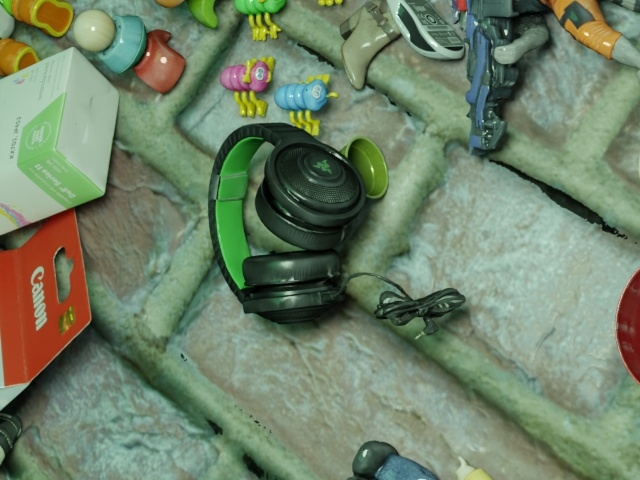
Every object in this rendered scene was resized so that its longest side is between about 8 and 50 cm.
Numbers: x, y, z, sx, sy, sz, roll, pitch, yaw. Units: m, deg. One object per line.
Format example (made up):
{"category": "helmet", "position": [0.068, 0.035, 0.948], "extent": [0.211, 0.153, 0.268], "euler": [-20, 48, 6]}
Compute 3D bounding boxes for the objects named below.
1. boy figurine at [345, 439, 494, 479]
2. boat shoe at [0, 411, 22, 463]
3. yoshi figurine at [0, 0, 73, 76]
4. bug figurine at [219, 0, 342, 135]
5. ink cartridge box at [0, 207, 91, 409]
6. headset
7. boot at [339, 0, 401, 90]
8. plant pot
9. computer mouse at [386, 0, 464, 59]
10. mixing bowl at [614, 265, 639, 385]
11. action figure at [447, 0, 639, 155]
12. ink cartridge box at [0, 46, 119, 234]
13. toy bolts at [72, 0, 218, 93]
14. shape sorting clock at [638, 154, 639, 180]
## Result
{"category": "boy figurine", "position": [0.149, 0.343, 1.555], "extent": [0.285, 0.092, 0.177], "euler": [29, 89, 37]}
{"category": "boat shoe", "position": [-0.531, 0.295, 2.002], "extent": [0.233, 0.084, 0.079], "euler": [-12, 36, 35]}
{"category": "yoshi figurine", "position": [-0.568, -0.355, 2.179], "extent": [0.362, 0.203, 0.203], "euler": [22, 129, 20]}
{"category": "bug figurine", "position": [-0.046, -0.278, 1.846], "extent": [0.216, 0.072, 0.279], "euler": [-4, 72, 42]}
{"category": "ink cartridge box", "position": [-0.497, 0.122, 1.948], "extent": [0.385, 0.091, 0.308], "euler": [-42, 37, 16]}
{"category": "headset", "position": [0.000, 0.000, 1.707], "extent": [0.394, 0.185, 0.243], "euler": [38, 126, 47]}
{"category": "boot", "position": [0.071, -0.265, 1.809], "extent": [0.087, 0.042, 0.118], "euler": [-21, 66, 23]}
{"category": "plant pot", "position": [0.031, -0.084, 1.764], "extent": [0.079, 0.083, 0.083], "euler": [-19, 66, 38]}
{"category": "computer mouse", "position": [0.112, -0.294, 1.770], "extent": [0.042, 0.106, 0.193], "euler": [-50, 63, 35]}
{"category": "mixing bowl", "position": [0.416, 0.097, 1.458], "extent": [0.181, 0.098, 0.181], "euler": [-10, 70, 29]}
{"category": "action figure", "position": [0.280, -0.266, 1.648], "extent": [0.330, 0.178, 0.341], "euler": [20, 112, 41]}
{"category": "ink cartridge box", "position": [-0.479, -0.122, 2.025], "extent": [0.353, 0.119, 0.207], "euler": [-19, 49, 26]}
{"category": "toy bolts", "position": [-0.253, -0.349, 1.940], "extent": [0.228, 0.158, 0.218], "euler": [-56, 41, 16]}
{"category": "shape sorting clock", "position": [0.449, -0.083, 1.478], "extent": [0.206, 0.040, 0.206], "euler": [-7, 45, 7]}
